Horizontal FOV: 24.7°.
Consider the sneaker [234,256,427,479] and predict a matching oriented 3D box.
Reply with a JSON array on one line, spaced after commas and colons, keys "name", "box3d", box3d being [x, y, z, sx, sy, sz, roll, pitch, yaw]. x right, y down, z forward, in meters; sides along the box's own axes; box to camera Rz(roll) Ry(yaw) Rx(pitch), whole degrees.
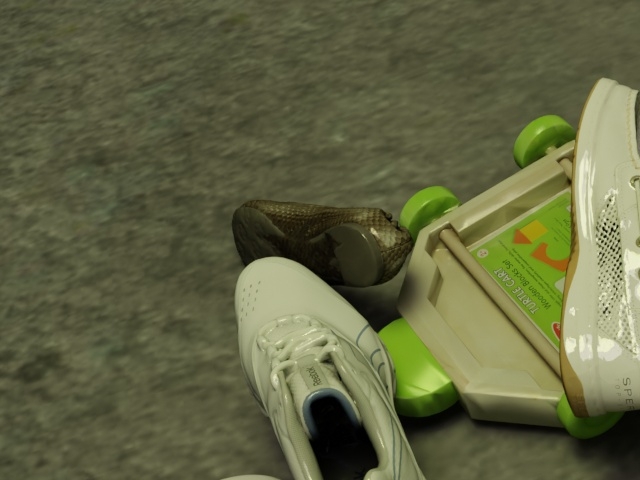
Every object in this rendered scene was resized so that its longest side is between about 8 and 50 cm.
[{"name": "sneaker", "box3d": [0.007, 0.108, 1.036, 0.111, 0.129, 0.297, -27, 48, -3]}]

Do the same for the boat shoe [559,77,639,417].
[{"name": "boat shoe", "box3d": [0.233, 0.001, 1.063, 0.096, 0.098, 0.277, -3, 59, 20]}]

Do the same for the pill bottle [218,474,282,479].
[{"name": "pill bottle", "box3d": [-0.039, 0.266, 1.014, 0.112, 0.112, 0.186, -25, 45, -1]}]

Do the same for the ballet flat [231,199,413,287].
[{"name": "ballet flat", "box3d": [0.000, 0.000, 1.220, 0.058, 0.084, 0.250, -26, 13, -28]}]

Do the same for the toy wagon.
[{"name": "toy wagon", "box3d": [0.165, 0.044, 1.163, 0.344, 0.068, 0.267, -31, 46, -6]}]
